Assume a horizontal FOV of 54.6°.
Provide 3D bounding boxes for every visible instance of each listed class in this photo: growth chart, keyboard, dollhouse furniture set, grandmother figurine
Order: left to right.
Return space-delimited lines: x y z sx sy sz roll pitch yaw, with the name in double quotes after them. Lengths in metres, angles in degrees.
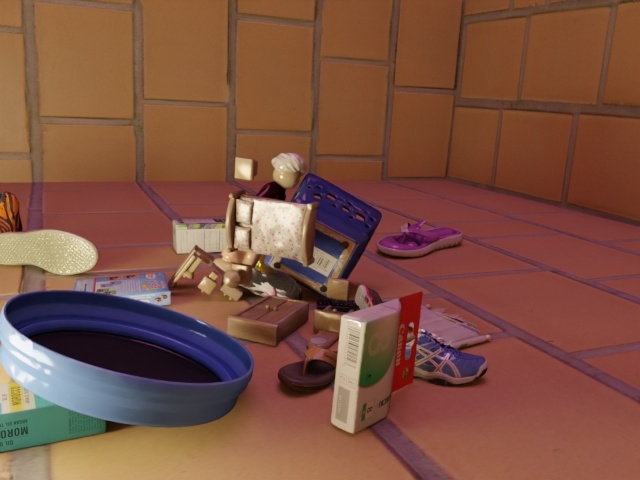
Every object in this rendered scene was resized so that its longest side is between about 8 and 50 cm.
-0.292 0.118 1.558 0.151 0.123 0.144 36 7 -14 "dollhouse furniture set"
-0.143 -0.073 1.589 0.104 0.342 0.208 31 5 0 "grandmother figurine"
-0.082 0.022 1.294 0.303 0.355 0.174 9 15 22 "dollhouse furniture set"
0.080 0.159 1.475 0.180 0.023 0.108 2 13 -1 "keyboard"
0.264 0.190 1.390 0.172 0.021 0.237 -4 15 -30 "growth chart"

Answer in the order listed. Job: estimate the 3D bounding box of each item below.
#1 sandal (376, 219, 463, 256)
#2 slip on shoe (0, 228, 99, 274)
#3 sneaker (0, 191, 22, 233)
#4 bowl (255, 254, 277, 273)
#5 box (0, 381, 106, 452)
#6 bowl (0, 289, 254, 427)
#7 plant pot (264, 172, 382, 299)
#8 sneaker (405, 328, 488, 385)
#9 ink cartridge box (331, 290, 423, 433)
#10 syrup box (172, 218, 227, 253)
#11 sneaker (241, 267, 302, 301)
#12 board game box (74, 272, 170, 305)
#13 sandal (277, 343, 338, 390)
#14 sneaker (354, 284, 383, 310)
0.340 -0.024 2.146 0.169 0.102 0.416 14 17 41 "sandal"
-0.736 0.024 1.680 0.331 0.123 0.101 2 8 19 "slip on shoe"
-0.977 -0.051 1.785 0.125 0.180 0.321 3 13 1 "sneaker"
-0.133 -0.008 1.856 0.289 0.156 0.289 2 13 -1 "bowl"
-0.441 0.248 0.885 0.244 0.060 0.100 -4 14 -28 "box"
-0.302 0.178 0.982 0.391 0.077 0.391 18 5 -1 "bowl"
0.000 0.000 1.582 0.236 0.236 0.212 28 23 -1 "plant pot"
0.204 0.212 1.146 0.211 0.081 0.080 6 12 4 "sneaker"
0.113 0.189 1.005 0.056 0.181 0.225 16 17 42 "ink cartridge box"
-0.345 -0.017 1.974 0.237 0.096 0.093 -3 14 -21 "syrup box"
-0.121 0.113 1.533 0.178 0.072 0.077 23 -14 18 "sneaker"
-0.468 0.121 1.464 0.212 0.039 0.160 -5 15 -17 "board game box"
0.012 0.217 1.126 0.219 0.060 0.090 -8 17 -40 "sandal"
0.125 0.153 1.403 0.065 0.061 0.158 14 28 -15 "sneaker"
